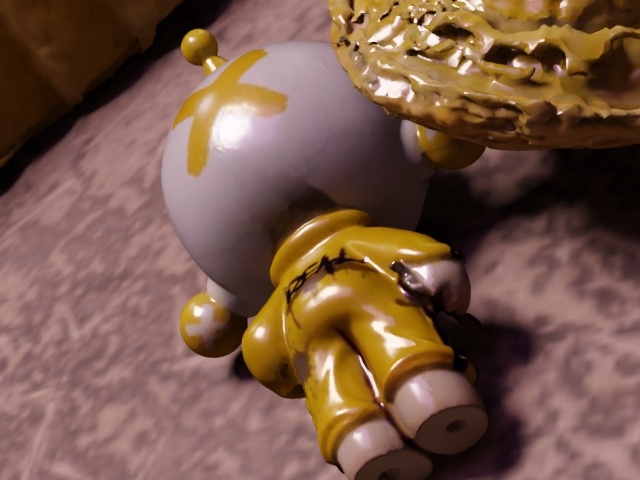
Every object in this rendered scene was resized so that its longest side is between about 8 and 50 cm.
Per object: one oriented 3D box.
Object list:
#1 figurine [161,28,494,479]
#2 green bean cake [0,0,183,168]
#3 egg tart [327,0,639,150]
[{"bbox_3d":[-0.003,0.004,0.409,0.101,0.068,0.143,-18,56,30],"label":"figurine"},{"bbox_3d":[-0.173,-0.127,0.639,0.229,0.131,0.224,-38,37,2],"label":"green bean cake"},{"bbox_3d":[0.062,-0.067,0.397,0.130,0.052,0.130,-1,33,1],"label":"egg tart"}]
